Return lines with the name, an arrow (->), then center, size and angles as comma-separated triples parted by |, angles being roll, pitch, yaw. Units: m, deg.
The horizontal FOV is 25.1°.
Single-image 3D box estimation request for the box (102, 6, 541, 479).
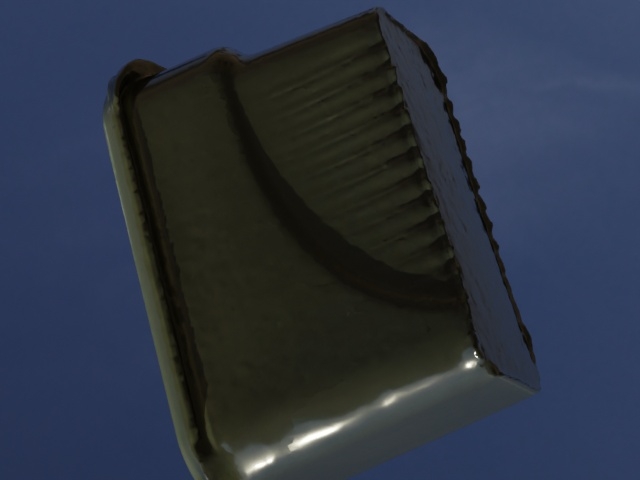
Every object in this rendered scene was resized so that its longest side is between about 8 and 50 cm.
box -> 0.000, 0.000, 0.818 | 0.138, 0.178, 0.274 | 26, -135, -61
